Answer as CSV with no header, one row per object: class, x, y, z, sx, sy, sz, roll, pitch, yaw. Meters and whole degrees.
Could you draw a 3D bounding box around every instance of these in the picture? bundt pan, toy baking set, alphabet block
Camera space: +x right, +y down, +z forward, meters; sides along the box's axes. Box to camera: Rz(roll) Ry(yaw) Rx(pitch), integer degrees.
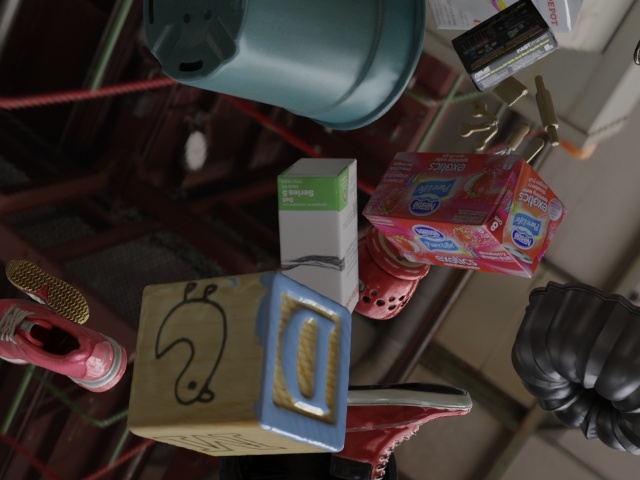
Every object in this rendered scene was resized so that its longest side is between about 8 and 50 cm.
bundt pan,0.434,0.213,1.733,0.331,0.331,0.124,34,-111,11
toy baking set,0.370,-0.203,2.179,0.030,0.196,0.256,33,-142,-48
alphabet block,-0.095,0.157,1.383,0.193,0.197,0.192,34,-126,-52

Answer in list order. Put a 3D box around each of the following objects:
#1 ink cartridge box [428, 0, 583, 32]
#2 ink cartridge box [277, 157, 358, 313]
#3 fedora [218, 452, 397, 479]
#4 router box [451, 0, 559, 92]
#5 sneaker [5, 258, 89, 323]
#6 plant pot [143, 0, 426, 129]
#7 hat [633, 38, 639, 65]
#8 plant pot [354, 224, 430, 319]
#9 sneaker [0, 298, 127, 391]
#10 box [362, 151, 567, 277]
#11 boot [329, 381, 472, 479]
ink cartridge box,0.257,-0.382,1.597,0.212,0.154,0.093,7,-124,25
ink cartridge box,0.000,0.000,2.039,0.114,0.273,0.198,1,-167,11
fedora,-0.025,0.438,2.124,0.334,0.334,0.152,32,161,8
router box,0.245,-0.262,1.502,0.038,0.122,0.092,51,-164,-38
sneaker,-0.534,0.097,2.214,0.185,0.069,0.084,41,170,-17
plant pot,-0.072,-0.355,1.757,0.334,0.341,0.341,1,-143,-44
hat,0.580,-0.343,1.531,0.134,0.331,0.331,39,-154,11
plant pot,0.148,0.062,2.640,0.191,0.174,0.191,18,-137,-17
sneaker,-0.472,0.149,1.876,0.313,0.116,0.136,14,161,24
box,0.200,-0.041,1.604,0.128,0.123,0.257,43,159,-32
boot,0.133,0.329,1.879,0.244,0.176,0.088,-3,-179,7
